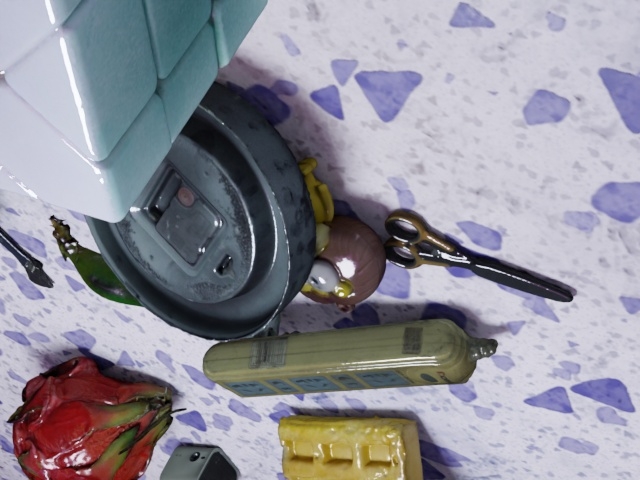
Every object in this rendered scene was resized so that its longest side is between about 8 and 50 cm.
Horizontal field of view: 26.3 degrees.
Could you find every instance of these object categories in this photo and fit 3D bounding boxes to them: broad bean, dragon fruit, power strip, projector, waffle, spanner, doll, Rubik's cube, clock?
[{"bbox_3d":[-0.198,0.017,1.662,0.291,0.049,0.144,-8,112,28],"label":"broad bean"},{"bbox_3d":[-0.338,0.277,2.061,0.293,0.234,0.234,-36,114,20],"label":"dragon fruit"},{"bbox_3d":[0.036,0.149,1.661,0.387,0.066,0.092,-9,151,29],"label":"power strip"},{"bbox_3d":[-0.191,0.375,2.155,0.082,0.083,0.083,-2,136,38],"label":"projector"},{"bbox_3d":[0.048,0.362,1.876,0.221,0.055,0.248,-3,95,40],"label":"waffle"},{"bbox_3d":[-0.446,-0.003,1.912,0.046,0.012,0.208,-11,129,45],"label":"spanner"},{"bbox_3d":[-0.007,0.000,1.532,0.188,0.096,0.145,50,139,-9],"label":"doll"},{"bbox_3d":[-0.259,-0.258,1.178,0.318,0.316,0.322,16,145,17],"label":"Rubik's cube"},{"bbox_3d":[-0.141,-0.037,1.511,0.312,0.061,0.313,20,126,30],"label":"clock"}]

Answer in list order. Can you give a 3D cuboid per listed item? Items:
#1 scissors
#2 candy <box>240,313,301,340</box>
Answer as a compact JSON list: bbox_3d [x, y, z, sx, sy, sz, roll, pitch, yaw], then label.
[{"bbox_3d":[0.172,0.028,1.502,0.220,0.017,0.088,20,142,14],"label":"scissors"},{"bbox_3d":[-0.134,0.074,1.746,0.292,0.059,0.086,34,147,-6],"label":"candy"}]
